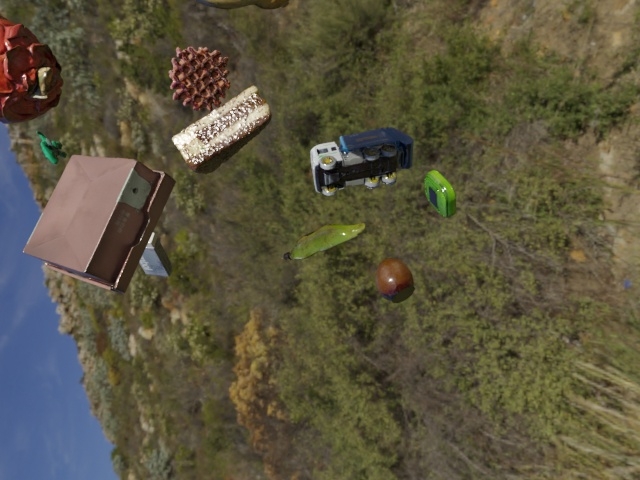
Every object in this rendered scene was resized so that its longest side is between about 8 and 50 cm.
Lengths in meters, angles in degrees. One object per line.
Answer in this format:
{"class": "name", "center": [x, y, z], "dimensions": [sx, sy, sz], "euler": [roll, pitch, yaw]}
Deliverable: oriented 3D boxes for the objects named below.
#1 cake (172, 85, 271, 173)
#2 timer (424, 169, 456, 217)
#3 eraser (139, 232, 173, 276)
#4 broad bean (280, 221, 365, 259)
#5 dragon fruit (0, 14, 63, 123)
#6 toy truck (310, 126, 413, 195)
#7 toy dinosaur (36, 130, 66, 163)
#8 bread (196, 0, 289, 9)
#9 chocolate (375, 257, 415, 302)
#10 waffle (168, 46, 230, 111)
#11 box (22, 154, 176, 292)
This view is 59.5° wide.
{"class": "cake", "center": [-0.247, -0.268, 1.376], "dimensions": [0.246, 0.112, 0.135], "euler": [-33, -2, 28]}
{"class": "timer", "center": [0.365, -0.140, 1.713], "dimensions": [0.128, 0.047, 0.140], "euler": [55, 169, 37]}
{"class": "eraser", "center": [-0.571, 0.048, 1.881], "dimensions": [0.213, 0.091, 0.046], "euler": [83, -166, -56]}
{"class": "broad bean", "center": [0.000, 0.000, 1.785], "dimensions": [0.338, 0.061, 0.077], "euler": [-24, 59, 37]}
{"class": "dragon fruit", "center": [-0.856, -0.454, 1.489], "dimensions": [0.277, 0.342, 0.278], "euler": [21, -90, -83]}
{"class": "toy truck", "center": [0.144, -0.280, 1.961], "dimensions": [0.175, 0.366, 0.146], "euler": [-109, 11, -46]}
{"class": "toy dinosaur", "center": [-0.892, -0.304, 1.845], "dimensions": [0.132, 0.059, 0.096], "euler": [56, 178, 1]}
{"class": "bread", "center": [-0.223, -0.715, 1.275], "dimensions": [0.376, 0.347, 0.253], "euler": [-104, 25, -46]}
{"class": "chocolate", "center": [0.229, 0.121, 1.773], "dimensions": [0.133, 0.124, 0.127], "euler": [51, -176, 33]}
{"class": "waffle", "center": [-0.438, -0.587, 2.037], "dimensions": [0.055, 0.221, 0.235], "euler": [-175, 88, -73]}
{"class": "box", "center": [-0.383, -0.038, 0.965], "dimensions": [0.086, 0.215, 0.215], "euler": [37, -111, -51]}
